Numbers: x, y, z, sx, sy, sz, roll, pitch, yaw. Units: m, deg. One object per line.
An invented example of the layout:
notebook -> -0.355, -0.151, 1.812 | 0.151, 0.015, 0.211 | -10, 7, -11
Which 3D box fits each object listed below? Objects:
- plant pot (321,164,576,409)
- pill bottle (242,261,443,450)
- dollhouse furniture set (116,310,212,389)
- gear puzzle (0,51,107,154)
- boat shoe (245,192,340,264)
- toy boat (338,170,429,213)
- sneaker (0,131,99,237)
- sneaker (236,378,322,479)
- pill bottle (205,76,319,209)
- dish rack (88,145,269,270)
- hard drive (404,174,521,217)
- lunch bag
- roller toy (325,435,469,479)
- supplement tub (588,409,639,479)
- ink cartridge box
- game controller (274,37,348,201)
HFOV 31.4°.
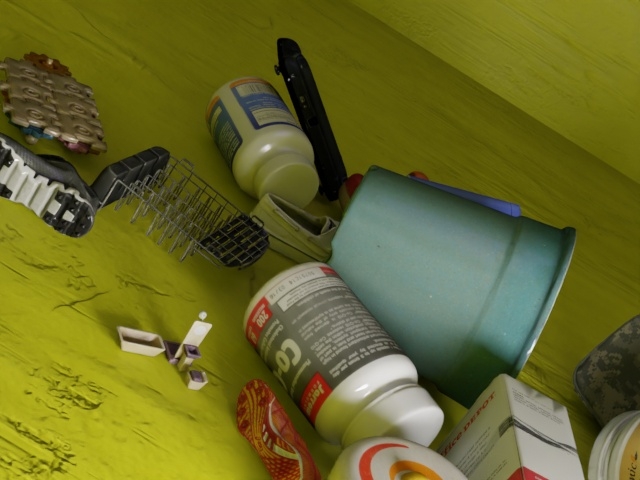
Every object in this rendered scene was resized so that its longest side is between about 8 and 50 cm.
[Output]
plant pot -> 0.174, 0.062, 1.795 | 0.334, 0.341, 0.341 | 25, 24, 2
pill bottle -> 0.029, 0.176, 1.562 | 0.161, 0.161, 0.283 | 4, 37, -48
dollhouse furniture set -> -0.195, 0.128, 1.470 | 0.114, 0.081, 0.091 | 16, 29, -34
gear puzzle -> -0.459, -0.238, 1.902 | 0.176, 0.044, 0.339 | 18, 25, -28
boat shoe -> 0.000, 0.000, 1.956 | 0.258, 0.084, 0.095 | 24, 25, -20
toy boat -> 0.149, -0.075, 2.183 | 0.231, 0.151, 0.151 | 8, 47, -45
sneaker -> -0.416, -0.095, 1.637 | 0.234, 0.078, 0.106 | 35, 21, -6
sneaker -> -0.057, 0.252, 1.455 | 0.067, 0.064, 0.175 | 36, 19, -50
pill bottle -> -0.102, -0.169, 2.070 | 0.152, 0.152, 0.272 | 15, 30, -36
dish rack -> -0.213, -0.041, 1.792 | 0.271, 0.074, 0.208 | 38, 25, 6
hard drive -> 0.262, 0.009, 2.157 | 0.319, 0.210, 0.040 | 11, -12, -41
lunch bag -> 0.630, 0.306, 2.028 | 0.256, 0.212, 0.305 | 33, 18, -45
roller toy -> 0.090, 0.329, 1.335 | 0.191, 0.146, 0.209 | 36, 28, 24
supplement tub -> 0.567, 0.356, 1.661 | 0.228, 0.228, 0.316 | 22, -13, -24
ink cartridge box -> 0.237, 0.333, 1.474 | 0.114, 0.197, 0.273 | 29, 25, -12
game controller -> -0.022, -0.234, 2.200 | 0.166, 0.067, 0.319 | -115, -176, -62
